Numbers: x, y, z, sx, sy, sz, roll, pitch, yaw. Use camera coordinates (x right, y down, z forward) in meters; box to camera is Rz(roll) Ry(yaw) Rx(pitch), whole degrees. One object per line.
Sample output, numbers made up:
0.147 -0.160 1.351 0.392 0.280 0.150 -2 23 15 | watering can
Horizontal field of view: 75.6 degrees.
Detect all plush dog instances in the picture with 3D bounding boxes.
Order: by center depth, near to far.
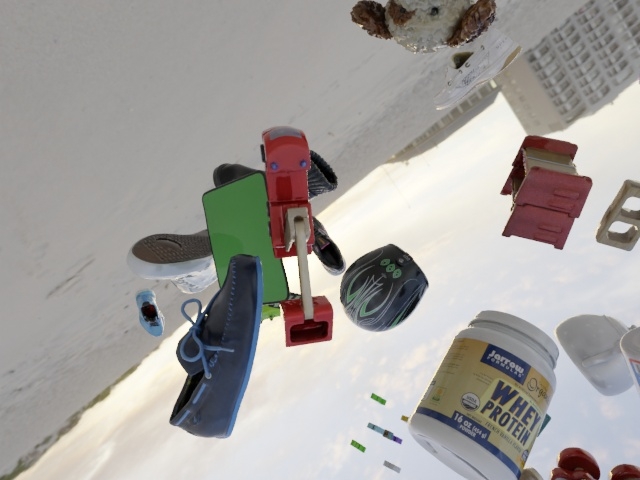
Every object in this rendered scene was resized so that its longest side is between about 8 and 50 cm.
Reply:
0.170 -0.412 0.639 0.263 0.225 0.211 20 -154 30 | plush dog

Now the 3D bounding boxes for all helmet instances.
0.116 0.101 0.821 0.161 0.169 0.169 -40 -171 -9 | helmet

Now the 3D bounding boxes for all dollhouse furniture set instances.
0.566 -0.071 0.807 0.201 0.374 0.152 -55 156 -51 | dollhouse furniture set

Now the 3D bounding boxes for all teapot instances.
0.819 0.302 1.177 0.187 0.252 0.256 -42 -160 23 | teapot

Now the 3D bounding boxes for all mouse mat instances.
-0.115 0.005 0.611 0.153 0.189 0.007 -12 180 39 | mouse mat

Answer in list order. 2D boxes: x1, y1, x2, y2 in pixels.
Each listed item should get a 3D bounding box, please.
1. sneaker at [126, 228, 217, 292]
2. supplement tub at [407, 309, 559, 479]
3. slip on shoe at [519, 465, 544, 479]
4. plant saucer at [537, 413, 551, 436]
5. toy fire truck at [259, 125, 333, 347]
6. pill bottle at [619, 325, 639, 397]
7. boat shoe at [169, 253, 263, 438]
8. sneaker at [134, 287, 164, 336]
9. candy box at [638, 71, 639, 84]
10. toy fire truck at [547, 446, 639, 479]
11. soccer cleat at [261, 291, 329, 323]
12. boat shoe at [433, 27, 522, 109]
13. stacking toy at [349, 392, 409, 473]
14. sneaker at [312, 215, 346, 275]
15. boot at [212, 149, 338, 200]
-0.243 0.055 0.750 0.123 0.106 0.290 -66 168 10 | sneaker
0.357 0.332 0.890 0.316 0.228 0.228 -52 -166 -23 | supplement tub
0.490 0.581 0.996 0.041 0.051 0.135 -27 156 -19 | slip on shoe
0.522 0.429 1.086 0.067 0.192 0.018 -47 -176 -9 | plant saucer
-0.026 -0.010 0.408 0.047 0.191 0.135 -6 -158 -9 | toy fire truck
0.684 0.283 0.796 0.124 0.221 0.124 -26 -171 4 | pill bottle
-0.126 0.136 0.478 0.109 0.089 0.258 -121 -136 -68 | boat shoe
-0.474 0.213 1.143 0.064 0.162 0.073 -18 -143 -18 | sneaker
0.690 -0.398 0.744 0.196 0.165 0.070 -40 -133 1 | candy box
0.718 0.705 1.042 0.302 0.253 0.169 13 -167 17 | toy fire truck
-0.069 0.134 0.914 0.179 0.072 0.060 -6 150 -13 | soccer cleat
0.349 -0.410 0.989 0.098 0.096 0.277 -49 -172 -18 | boat shoe
0.198 0.600 1.288 0.052 0.221 0.167 -13 -137 57 | stacking toy
0.000 0.000 0.936 0.072 0.178 0.077 -44 176 -8 | sneaker
-0.136 -0.203 1.321 0.260 0.131 0.348 -24 156 36 | boot
